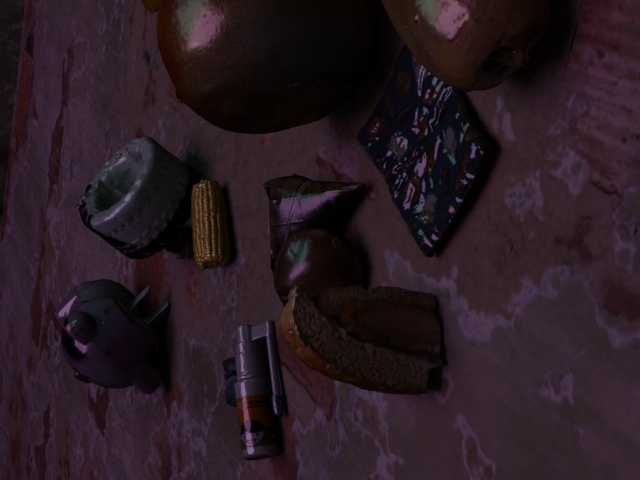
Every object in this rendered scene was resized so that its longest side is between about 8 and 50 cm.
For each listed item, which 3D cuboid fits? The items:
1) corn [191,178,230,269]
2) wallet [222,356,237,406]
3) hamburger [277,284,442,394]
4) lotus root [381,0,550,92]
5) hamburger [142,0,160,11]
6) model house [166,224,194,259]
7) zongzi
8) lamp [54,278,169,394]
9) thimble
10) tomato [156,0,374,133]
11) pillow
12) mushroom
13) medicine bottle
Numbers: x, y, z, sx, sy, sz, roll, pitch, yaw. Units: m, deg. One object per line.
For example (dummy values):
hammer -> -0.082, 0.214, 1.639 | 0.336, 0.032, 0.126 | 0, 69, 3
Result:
corn -> -0.204, -0.030, 1.894 | 0.085, 0.063, 0.165 | 132, 135, -63
wallet -> -0.142, 0.246, 1.799 | 0.129, 0.026, 0.088 | -22, 69, 60
hamburger -> 0.032, 0.130, 1.291 | 0.155, 0.208, 0.135 | -26, 62, 54
lotus root -> 0.140, -0.310, 1.173 | 0.169, 0.152, 0.342 | -62, 41, 39
hamburger -> -0.298, -0.526, 2.045 | 0.162, 0.115, 0.161 | -12, 77, 62
model house -> -0.271, -0.001, 2.027 | 0.083, 0.057, 0.058 | -148, 59, -60
zongzi -> 0.000, 0.000, 1.516 | 0.184, 0.084, 0.187 | 7, 104, 44
lamp -> -0.435, 0.184, 2.202 | 0.247, 0.247, 0.301 | -42, 23, 1
thimble -> -0.350, -0.089, 2.016 | 0.237, 0.150, 0.237 | -30, 38, 27
tomato -> -0.065, -0.292, 1.418 | 0.239, 0.304, 0.303 | -4, 85, 47
pillow -> 0.129, -0.124, 1.314 | 0.189, 0.034, 0.255 | -63, 36, 36
mushroom -> 0.000, 0.068, 1.469 | 0.135, 0.080, 0.170 | -8, 108, 28
medicine bottle -> -0.100, 0.245, 1.697 | 0.092, 0.061, 0.220 | -22, 67, 33
